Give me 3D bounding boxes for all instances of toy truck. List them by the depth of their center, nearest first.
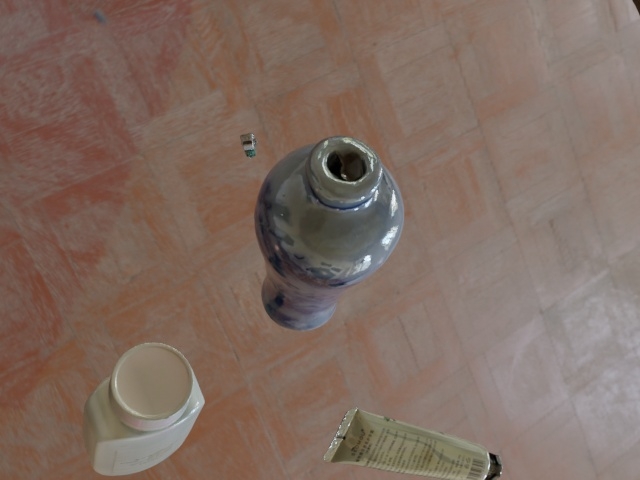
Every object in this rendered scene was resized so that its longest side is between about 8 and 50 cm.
[{"bbox_3d":[-0.185,-0.246,1.924,0.039,0.083,0.044,-7,78,0],"label":"toy truck"}]

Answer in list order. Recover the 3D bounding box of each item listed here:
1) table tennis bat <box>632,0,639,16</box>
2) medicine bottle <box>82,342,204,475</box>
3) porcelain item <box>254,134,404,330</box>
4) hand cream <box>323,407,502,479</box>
[{"bbox_3d":[0.315,-0.294,0.765,0.022,0.131,0.235,18,53,-51],"label":"table tennis bat"},{"bbox_3d":[-0.256,0.248,1.066,0.161,0.296,0.111,-17,69,-25],"label":"medicine bottle"},{"bbox_3d":[0.000,0.000,0.729,0.141,0.259,0.141,5,60,-8],"label":"porcelain item"},{"bbox_3d":[0.120,0.262,0.917,0.233,0.050,0.080,18,107,-21],"label":"hand cream"}]
